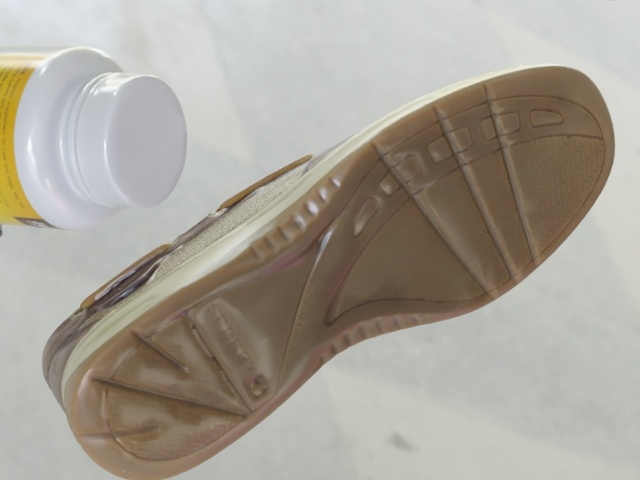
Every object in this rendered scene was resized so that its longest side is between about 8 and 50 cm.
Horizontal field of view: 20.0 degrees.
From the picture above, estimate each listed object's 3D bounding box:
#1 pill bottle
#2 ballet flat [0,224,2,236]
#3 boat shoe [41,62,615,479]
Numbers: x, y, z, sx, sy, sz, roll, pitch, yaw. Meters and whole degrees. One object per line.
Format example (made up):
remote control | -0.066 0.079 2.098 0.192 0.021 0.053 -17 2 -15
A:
pill bottle | -0.196 -0.068 1.170 0.117 0.215 0.117 -11 103 -57
ballet flat | -0.382 -0.028 1.631 0.203 0.074 0.074 31 29 -32
boat shoe | 0.000 0.000 0.997 0.123 0.342 0.123 62 -12 -26
